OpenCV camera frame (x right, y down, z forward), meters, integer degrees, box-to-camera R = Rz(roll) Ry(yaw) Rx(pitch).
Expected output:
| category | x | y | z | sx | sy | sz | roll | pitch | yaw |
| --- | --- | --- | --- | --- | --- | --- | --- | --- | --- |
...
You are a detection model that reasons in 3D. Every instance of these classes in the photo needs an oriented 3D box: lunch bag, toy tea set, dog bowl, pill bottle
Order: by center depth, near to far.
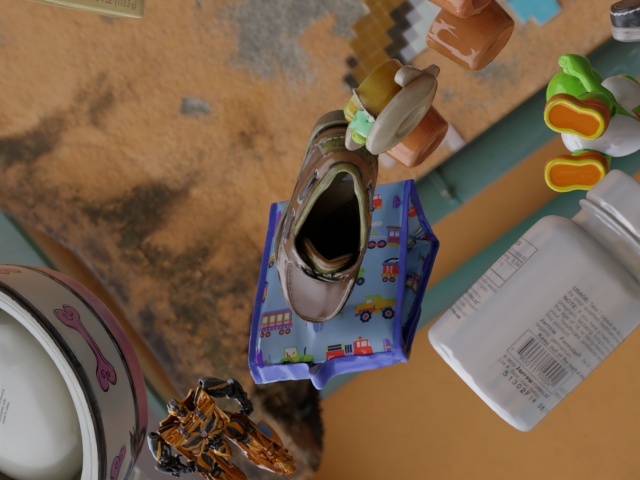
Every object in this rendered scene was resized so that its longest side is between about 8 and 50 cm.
| category | x | y | z | sx | sy | sz | roll | pitch | yaw |
| --- | --- | --- | --- | --- | --- | --- | --- | --- | --- |
| toy tea set | 0.083 | -0.195 | 0.867 | 0.124 | 0.336 | 0.200 | 43 | -139 | 15 |
| pill bottle | 0.221 | 0.051 | 0.894 | 0.131 | 0.229 | 0.131 | 44 | -175 | -5 |
| dog bowl | -0.409 | 0.214 | 1.317 | 0.408 | 0.408 | 0.150 | 54 | -149 | 5 |
| lunch bag | 0.025 | 0.073 | 1.336 | 0.293 | 0.221 | 0.138 | -75 | -33 | -44 |

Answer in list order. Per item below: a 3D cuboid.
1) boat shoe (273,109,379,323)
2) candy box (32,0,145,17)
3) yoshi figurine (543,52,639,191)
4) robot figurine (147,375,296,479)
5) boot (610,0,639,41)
| category | x | y | z | sx | sy | sz | roll | pitch | yaw |
| --- | --- | --- | --- | --- | --- | --- | --- | --- | --- |
| boat shoe | 0.000 | 0.000 | 1.142 | 0.104 | 0.111 | 0.307 | -86 | 2 | -48 |
| candy box | -0.298 | -0.307 | 0.832 | 0.317 | 0.182 | 0.087 | 5 | -171 | -30 |
| yoshi figurine | 0.449 | -0.215 | 1.705 | 0.203 | 0.203 | 0.362 | 50 | -145 | 1 |
| robot figurine | -0.177 | 0.378 | 1.804 | 0.291 | 0.211 | 0.085 | 48 | 170 | -36 |
| boot | 0.511 | -0.431 | 1.220 | 0.284 | 0.377 | 0.138 | 63 | -155 | -18 |
